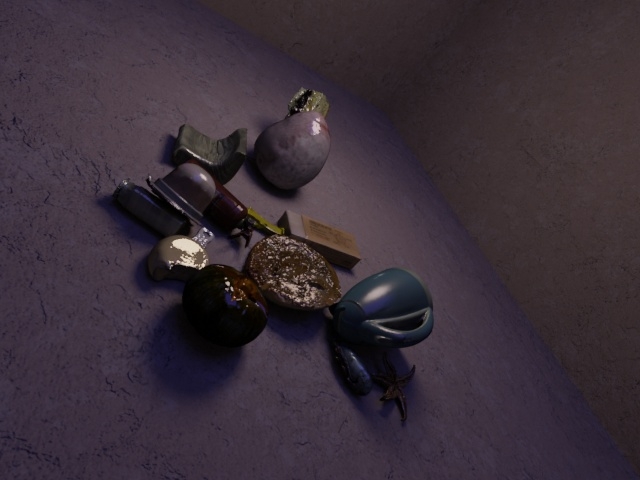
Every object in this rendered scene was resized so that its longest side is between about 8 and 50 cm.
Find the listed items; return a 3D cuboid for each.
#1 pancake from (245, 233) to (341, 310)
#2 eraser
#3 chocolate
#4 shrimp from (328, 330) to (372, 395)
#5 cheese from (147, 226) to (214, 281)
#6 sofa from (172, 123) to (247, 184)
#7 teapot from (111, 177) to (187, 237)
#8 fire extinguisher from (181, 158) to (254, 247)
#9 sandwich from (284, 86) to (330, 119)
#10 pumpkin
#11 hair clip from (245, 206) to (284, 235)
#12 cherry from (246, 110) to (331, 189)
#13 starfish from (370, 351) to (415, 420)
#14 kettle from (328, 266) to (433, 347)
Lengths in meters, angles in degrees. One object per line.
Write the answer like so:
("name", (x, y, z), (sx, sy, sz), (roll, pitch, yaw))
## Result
("pancake", (-0.084, 0.107, 1.421), (0.357, 0.065, 0.356), (19, 28, -10))
("eraser", (0.000, 0.000, 1.701), (0.344, 0.078, 0.144), (21, 36, -32))
("chocolate", (-0.394, -0.156, 1.283), (0.221, 0.147, 0.221), (33, -6, 4))
("shrimp", (0.086, 0.367, 1.338), (0.090, 0.079, 0.232), (9, 39, -50))
("cheese", (-0.382, 0.025, 1.215), (0.164, 0.071, 0.248), (28, 33, -26))
("sofa", (-0.395, -0.339, 1.565), (0.226, 0.176, 0.210), (27, 34, -27))
("teapot", (-0.483, -0.095, 1.248), (0.201, 0.077, 0.107), (37, 10, -10))
("fire extinguisher", (-0.336, -0.110, 1.413), (0.337, 0.106, 0.147), (43, 35, 2))
("sandwich", (-0.078, -0.564, 2.090), (0.131, 0.325, 0.262), (27, 30, 11))
("pumpkin", (-0.244, 0.167, 1.108), (0.238, 0.159, 0.238), (43, 4, -4))
("hair clip", (-0.212, -0.066, 1.561), (0.173, 0.046, 0.072), (31, 29, -23))
("cherry", (-0.116, -0.372, 1.821), (0.291, 0.335, 0.326), (48, 50, -23))
("starfish", (0.244, 0.466, 1.416), (0.238, 0.057, 0.212), (-4, 61, -47))
("kettle", (0.212, 0.247, 1.437), (0.320, 0.246, 0.342), (17, 20, 40))
